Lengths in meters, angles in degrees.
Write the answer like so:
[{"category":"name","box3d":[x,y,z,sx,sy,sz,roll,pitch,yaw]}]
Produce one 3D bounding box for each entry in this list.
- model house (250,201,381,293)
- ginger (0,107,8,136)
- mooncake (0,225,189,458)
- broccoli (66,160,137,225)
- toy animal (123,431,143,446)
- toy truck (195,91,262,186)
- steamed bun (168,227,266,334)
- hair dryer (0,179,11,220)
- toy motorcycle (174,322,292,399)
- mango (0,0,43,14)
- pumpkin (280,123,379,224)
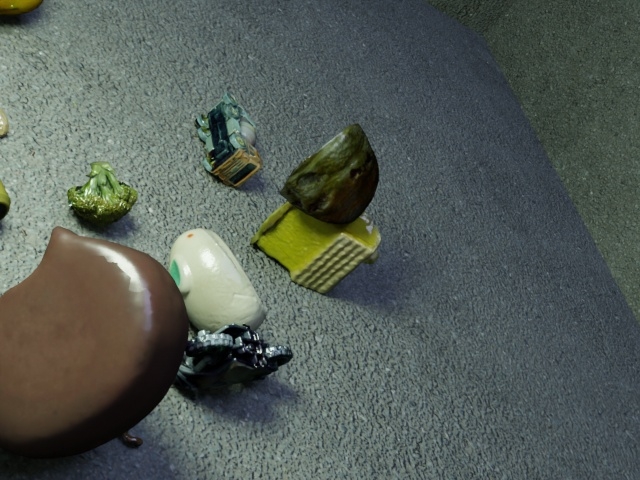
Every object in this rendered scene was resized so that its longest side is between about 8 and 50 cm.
[{"category":"model house","box3d":[0.000,0.000,2.055,0.234,0.193,0.175,46,30,-2]},{"category":"ginger","box3d":[-0.659,-0.258,1.732,0.173,0.051,0.069,24,40,-27]},{"category":"mooncake","box3d":[-0.367,0.151,1.337,0.334,0.326,0.174,16,-9,17]},{"category":"broccoli","box3d":[-0.411,-0.087,1.748,0.131,0.120,0.130,-5,19,-12]},{"category":"toy animal","box3d":[-0.391,0.187,1.482,0.157,0.097,0.312,-5,57,-37]},{"category":"toy truck","box3d":[-0.203,-0.237,2.190,0.140,0.108,0.256,36,26,-39]},{"category":"steamed bun","box3d":[-0.207,0.090,1.739,0.131,0.177,0.228,-34,92,-14]},{"category":"hair dryer","box3d":[-0.605,-0.124,1.488,0.135,0.090,0.278,58,-2,21]},{"category":"toy motorcycle","box3d":[-0.170,0.216,1.661,0.270,0.159,0.106,24,43,-57]},{"category":"mango","box3d":[-0.748,-0.593,1.869,0.446,0.232,0.300,12,39,-51]},{"category":"pumpkin","box3d":[0.070,-0.144,1.953,0.148,0.169,0.312,47,33,4]}]
